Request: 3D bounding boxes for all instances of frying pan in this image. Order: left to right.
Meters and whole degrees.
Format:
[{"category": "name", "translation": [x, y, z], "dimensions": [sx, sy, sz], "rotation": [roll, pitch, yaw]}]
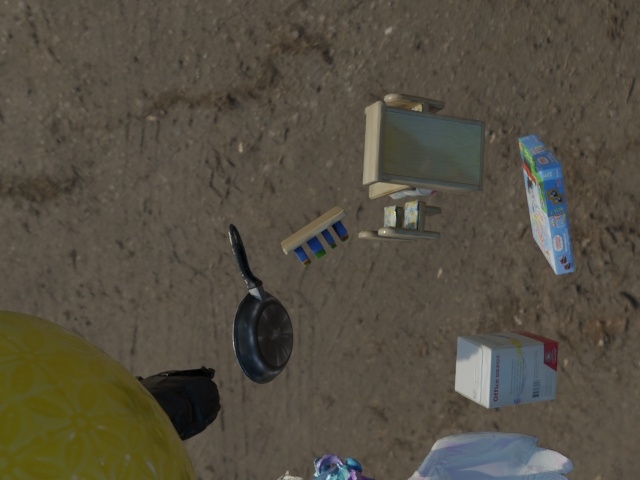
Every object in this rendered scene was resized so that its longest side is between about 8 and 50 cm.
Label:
[{"category": "frying pan", "translation": [-0.116, 0.136, 1.578], "dimensions": [0.053, 0.197, 0.325], "rotation": [-7, 78, 30]}]

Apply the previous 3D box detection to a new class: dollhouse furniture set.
[{"category": "dollhouse furniture set", "translation": [0.107, -0.114, 1.108], "dimensions": [0.161, 0.212, 0.242], "rotation": [5, 174, -20]}]

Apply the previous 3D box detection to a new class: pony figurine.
[{"category": "pony figurine", "translation": [0.094, 0.373, 0.901], "dimensions": [0.351, 0.302, 0.363], "rotation": [14, 158, -12]}]

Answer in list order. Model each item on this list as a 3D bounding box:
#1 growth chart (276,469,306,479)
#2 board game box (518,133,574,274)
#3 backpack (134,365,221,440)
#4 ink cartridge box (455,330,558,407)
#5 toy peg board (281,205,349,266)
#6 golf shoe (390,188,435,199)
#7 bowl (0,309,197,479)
[{"category": "growth chart", "translation": [-0.121, 0.685, 2.014], "dimensions": [0.021, 0.172, 0.237], "rotation": [54, 161, -1]}, {"category": "board game box", "translation": [0.408, -0.067, 1.357], "dimensions": [0.039, 0.160, 0.211], "rotation": [-14, 115, 6]}, {"category": "backpack", "translation": [-0.250, 0.259, 1.149], "dimensions": [0.182, 0.152, 0.115], "rotation": [-14, 83, 55]}, {"category": "ink cartridge box", "translation": [0.394, 0.270, 1.599], "dimensions": [0.176, 0.127, 0.128], "rotation": [-1, 97, -24]}, {"category": "toy peg board", "translation": [0.000, 0.000, 1.712], "dimensions": [0.161, 0.160, 0.079], "rotation": [-34, 98, -1]}, {"category": "golf shoe", "translation": [0.188, -0.154, 1.605], "dimensions": [0.140, 0.306, 0.115], "rotation": [2, 89, 18]}, {"category": "bowl", "translation": [-0.134, 0.191, 0.338], "dimensions": [0.156, 0.289, 0.289], "rotation": [16, 131, 25]}]
